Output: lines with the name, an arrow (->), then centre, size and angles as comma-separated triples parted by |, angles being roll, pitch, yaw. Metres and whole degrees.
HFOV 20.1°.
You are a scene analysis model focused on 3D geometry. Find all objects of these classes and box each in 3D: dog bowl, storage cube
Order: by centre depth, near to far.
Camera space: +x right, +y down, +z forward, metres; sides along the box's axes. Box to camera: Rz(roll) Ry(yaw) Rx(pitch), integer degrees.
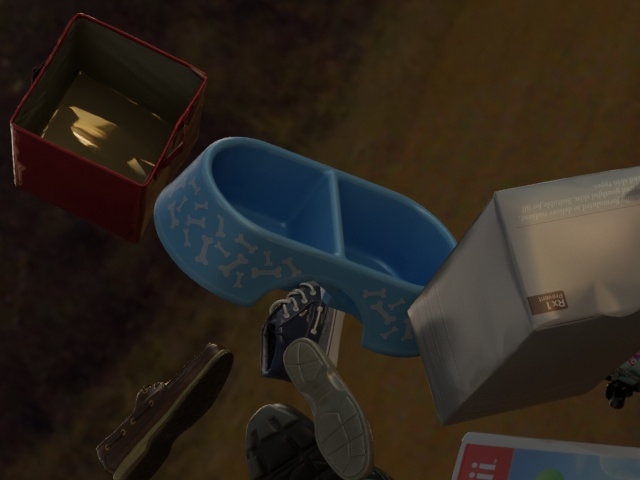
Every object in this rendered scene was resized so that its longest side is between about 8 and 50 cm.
dog bowl -> 0.000, 0.000, 1.633 | 0.074, 0.297, 0.166 | -56, 24, 33
storage cube -> -0.273, -0.142, 2.322 | 0.193, 0.215, 0.183 | 108, -172, -66

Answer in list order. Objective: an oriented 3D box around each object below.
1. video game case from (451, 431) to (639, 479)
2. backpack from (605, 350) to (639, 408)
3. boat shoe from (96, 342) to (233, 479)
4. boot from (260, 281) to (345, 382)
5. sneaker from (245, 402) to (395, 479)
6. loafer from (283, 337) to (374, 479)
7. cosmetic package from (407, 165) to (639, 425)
video game case -> 0.190, 0.223, 1.091 | 0.285, 0.025, 0.204 | 1, 63, 34
backpack -> 0.243, 0.045, 1.622 | 0.115, 0.182, 0.152 | -45, 29, 37
boat shoe -> -0.158, 0.166, 1.795 | 0.178, 0.060, 0.064 | -50, -23, 8
boot -> -0.019, 0.079, 2.163 | 0.069, 0.086, 0.190 | -14, 67, 56
sneaker -> 0.020, 0.258, 1.793 | 0.101, 0.267, 0.106 | -33, 17, 19
loafer -> 0.014, 0.131, 1.408 | 0.045, 0.125, 0.039 | -35, -26, 17
cosmetic package -> 0.153, 0.042, 1.232 | 0.238, 0.127, 0.107 | 118, 139, -63
